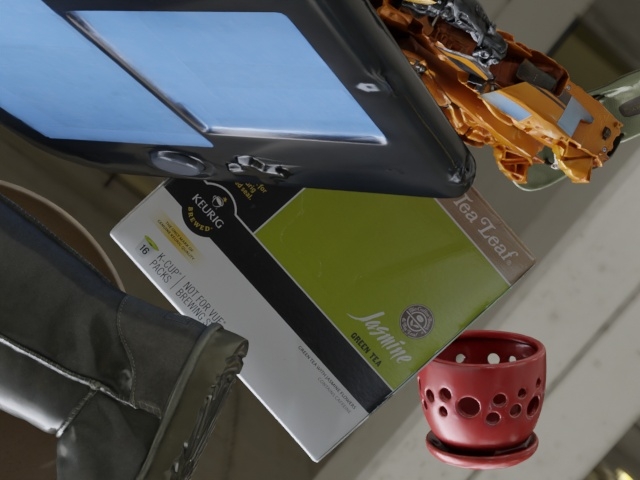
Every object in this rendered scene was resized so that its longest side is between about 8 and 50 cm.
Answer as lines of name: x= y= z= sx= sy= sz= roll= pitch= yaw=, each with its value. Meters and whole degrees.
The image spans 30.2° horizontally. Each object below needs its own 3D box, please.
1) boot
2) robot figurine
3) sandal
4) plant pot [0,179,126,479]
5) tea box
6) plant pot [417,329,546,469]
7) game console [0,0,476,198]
boot: x=-0.162 y=0.077 z=0.604 sx=0.208 sy=0.190 sz=0.076 roll=25 pitch=169 yaw=8
robot figurine: x=0.125 y=-0.153 z=1.091 sx=0.291 sy=0.085 sz=0.211 roll=29 pitch=170 yaw=-21
sandal: x=0.402 y=-0.162 z=1.770 sx=0.120 sy=0.302 sz=0.086 roll=47 pitch=-143 yaw=-20
plant pot: x=-0.324 y=0.106 z=1.018 sx=0.284 sy=0.284 sz=0.191 roll=36 pitch=151 yaw=-16
tea box: x=0.000 y=0.000 z=1.320 sx=0.329 sy=0.323 sz=0.220 roll=49 pitch=180 yaw=-5
plant pot: x=0.240 y=0.238 z=1.760 sx=0.191 sy=0.174 sz=0.191 roll=-3 pitch=-171 yaw=0
game console: x=-0.111 y=-0.112 z=0.716 sx=0.342 sy=0.060 sz=0.386 roll=10 pitch=167 yaw=24
